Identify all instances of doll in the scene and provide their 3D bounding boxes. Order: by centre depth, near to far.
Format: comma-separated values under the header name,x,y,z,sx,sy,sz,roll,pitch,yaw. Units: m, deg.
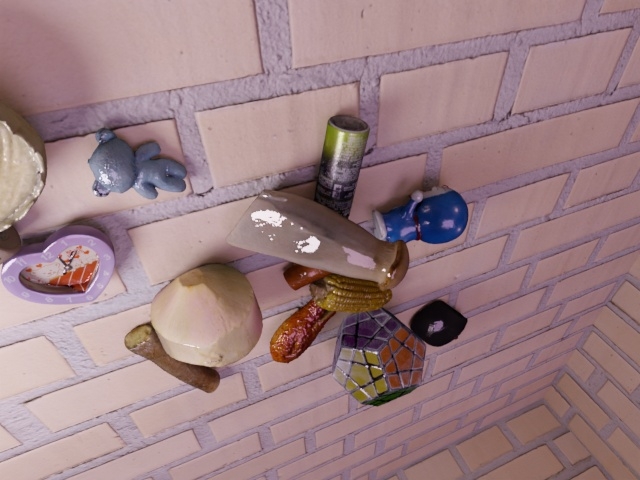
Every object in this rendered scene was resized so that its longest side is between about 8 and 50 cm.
name,x,y,z,sx,sy,sz,roll,pitch,yaw
doll,-0.340,-0.131,0.791,0.180,0.075,0.120,5,88,-57
doll,0.266,-0.057,1.154,0.257,0.161,0.215,-11,148,1

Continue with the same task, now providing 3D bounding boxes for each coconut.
name,x,y,z,sx,sy,sz,roll,pitch,yaw
coconut,-0.257,0.168,0.978,0.259,0.259,0.259,-16,134,-17

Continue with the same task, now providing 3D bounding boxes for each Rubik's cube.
name,x,y,z,sx,sy,sz,roll,pitch,yaw
Rubik's cube,0.181,0.369,1.357,0.264,0.319,0.319,-51,135,1

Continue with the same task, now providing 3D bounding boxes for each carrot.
name,x,y,z,sx,sy,sz,roll,pitch,yaw
carrot,-0.004,0.063,1.135,0.193,0.087,0.087,-34,137,-1

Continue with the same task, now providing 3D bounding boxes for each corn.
name,x,y,z,sx,sy,sz,roll,pitch,yaw
corn,0.093,0.153,1.250,0.322,0.119,0.119,11,122,-47

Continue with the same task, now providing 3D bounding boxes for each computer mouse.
name,x,y,z,sx,sy,sz,roll,pitch,yaw
computer mouse,0.469,0.336,1.639,0.170,0.100,0.269,-45,135,16

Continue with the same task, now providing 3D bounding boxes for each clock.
name,x,y,z,sx,sy,sz,roll,pitch,yaw
clock,-0.506,0.054,0.851,0.198,0.064,0.172,-26,136,-7

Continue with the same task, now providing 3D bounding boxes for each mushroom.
name,x,y,z,sx,sy,sz,roll,pitch,yaw
mushroom,0.000,-0.009,0.935,0.407,0.137,0.154,16,107,0

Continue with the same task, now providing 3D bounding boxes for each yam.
name,x,y,z,sx,sy,sz,roll,pitch,yaw
yam,-0.386,0.334,1.165,0.081,0.081,0.356,-32,138,0

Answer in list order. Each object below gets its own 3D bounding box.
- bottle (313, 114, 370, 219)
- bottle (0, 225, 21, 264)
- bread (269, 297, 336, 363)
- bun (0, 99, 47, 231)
name,x,y,z,sx,sy,sz,roll,pitch,yaw
bottle,0.034,-0.118,0.989,0.093,0.093,0.330,-8,131,-24
bottle,-0.642,0.042,0.745,0.209,0.097,0.110,-35,170,3
bread,-0.049,0.268,1.286,0.269,0.095,0.139,-40,144,2
bun,-0.543,-0.122,0.611,0.259,0.152,0.259,-27,145,-21
